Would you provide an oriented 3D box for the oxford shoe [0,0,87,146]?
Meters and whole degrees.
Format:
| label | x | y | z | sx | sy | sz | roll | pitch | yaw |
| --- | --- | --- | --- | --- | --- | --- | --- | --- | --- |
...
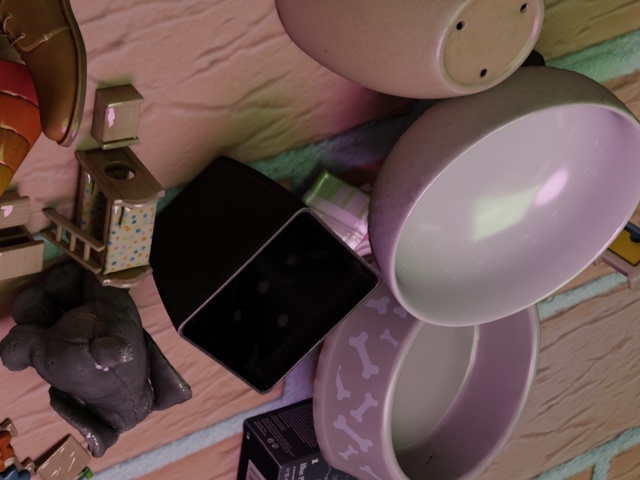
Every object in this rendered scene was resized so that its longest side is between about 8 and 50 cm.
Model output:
| label | x | y | z | sx | sy | sz | roll | pitch | yaw |
| --- | --- | --- | --- | --- | --- | --- | --- | --- | --- |
| oxford shoe | -0.256 | -0.181 | 1.553 | 0.076 | 0.212 | 0.076 | 0 | 157 | -32 |

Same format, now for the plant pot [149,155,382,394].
| label | x | y | z | sx | sy | sz | roll | pitch | yaw |
| --- | --- | --- | --- | --- | --- | --- | --- | --- | --- |
| plant pot | -0.080 | 0.022 | 1.889 | 0.187 | 0.167 | 0.188 | -44 | 140 | 3 |

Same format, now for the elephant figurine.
| label | x | y | z | sx | sy | sz | roll | pitch | yaw |
| --- | --- | --- | --- | --- | --- | --- | --- | --- | --- |
| elephant figurine | -0.222 | 0.148 | 1.869 | 0.169 | 0.186 | 0.239 | -12 | 129 | 17 |

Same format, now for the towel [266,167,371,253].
| label | x | y | z | sx | sy | sz | roll | pitch | yaw |
| --- | --- | --- | --- | --- | --- | --- | --- | --- | --- |
| towel | 0.000 | 0.000 | 2.013 | 0.113 | 0.023 | 0.152 | 26 | 102 | -43 |

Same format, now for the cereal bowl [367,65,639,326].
| label | x | y | z | sx | sy | sz | roll | pitch | yaw |
| --- | --- | --- | --- | --- | --- | --- | --- | --- | --- |
| cereal bowl | 0.195 | -0.068 | 1.957 | 0.339 | 0.141 | 0.339 | -20 | 143 | -16 |

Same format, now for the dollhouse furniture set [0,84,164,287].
| label | x | y | z | sx | sy | sz | roll | pitch | yaw |
| --- | --- | --- | --- | --- | --- | --- | --- | --- | --- |
| dollhouse furniture set | -0.247 | -0.042 | 1.743 | 0.161 | 0.101 | 0.182 | -13 | 133 | -31 |

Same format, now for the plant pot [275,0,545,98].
| label | x | y | z | sx | sy | sz | roll | pitch | yaw |
| --- | --- | --- | --- | --- | --- | --- | --- | --- | --- |
| plant pot | 0.121 | -0.256 | 1.783 | 0.284 | 0.191 | 0.284 | -22 | 136 | -23 |

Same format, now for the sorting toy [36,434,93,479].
| label | x | y | z | sx | sy | sz | roll | pitch | yaw |
| --- | --- | --- | --- | --- | --- | --- | --- | --- | --- |
| sorting toy | -0.298 | 0.270 | 2.051 | 0.062 | 0.012 | 0.083 | -48 | 141 | -15 |

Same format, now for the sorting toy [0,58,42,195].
| label | x | y | z | sx | sy | sz | roll | pitch | yaw |
| --- | --- | --- | --- | --- | --- | --- | --- | --- | --- |
| sorting toy | -0.370 | -0.130 | 1.508 | 0.127 | 0.126 | 0.365 | -13 | 152 | 29 |

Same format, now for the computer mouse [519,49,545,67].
| label | x | y | z | sx | sy | sz | roll | pitch | yaw |
| --- | --- | --- | --- | --- | --- | --- | --- | --- | --- |
| computer mouse | 0.226 | -0.101 | 2.114 | 0.184 | 0.060 | 0.262 | 14 | 116 | -45 |

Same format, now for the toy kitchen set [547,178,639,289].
| label | x | y | z | sx | sy | sz | roll | pitch | yaw |
| --- | --- | --- | --- | --- | --- | --- | --- | --- | --- |
| toy kitchen set | 0.358 | -0.057 | 2.157 | 0.122 | 0.166 | 0.207 | -51 | 157 | -10 |

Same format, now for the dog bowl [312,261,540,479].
| label | x | y | z | sx | sy | sz | roll | pitch | yaw |
| --- | --- | --- | --- | --- | --- | --- | --- | --- | --- |
| dog bowl | 0.145 | 0.164 | 2.173 | 0.348 | 0.102 | 0.349 | -22 | 121 | -42 |

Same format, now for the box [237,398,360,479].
| label | x | y | z | sx | sy | sz | roll | pitch | yaw |
| --- | --- | --- | --- | --- | --- | --- | --- | --- | --- |
| box | -0.018 | 0.294 | 2.247 | 0.158 | 0.093 | 0.156 | -17 | 134 | -30 |

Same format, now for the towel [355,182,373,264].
| label | x | y | z | sx | sy | sz | roll | pitch | yaw |
| --- | --- | --- | --- | --- | --- | --- | --- | --- | --- |
| towel | 0.016 | 0.031 | 2.085 | 0.144 | 0.029 | 0.197 | -30 | 139 | -15 |

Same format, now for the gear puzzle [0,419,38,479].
| label | x | y | z | sx | sy | sz | roll | pitch | yaw |
| --- | --- | --- | --- | --- | --- | --- | --- | --- | --- |
| gear puzzle | -0.418 | 0.232 | 1.897 | 0.175 | 0.044 | 0.339 | -31 | 139 | -13 |
